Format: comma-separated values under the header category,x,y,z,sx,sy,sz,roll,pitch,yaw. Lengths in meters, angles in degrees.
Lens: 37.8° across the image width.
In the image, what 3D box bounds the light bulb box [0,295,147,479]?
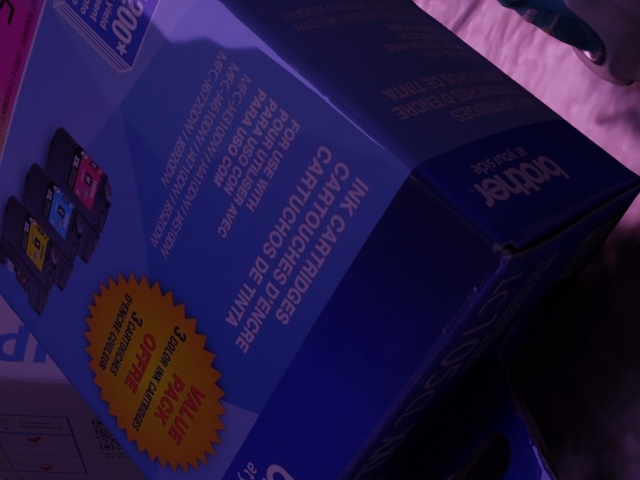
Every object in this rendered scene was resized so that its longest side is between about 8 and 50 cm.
category,x,y,z,sx,sy,sz,roll,pitch,yaw
light bulb box,-0.266,0.103,0.836,0.361,0.358,0.225,97,176,-54

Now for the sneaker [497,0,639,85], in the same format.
category,x,y,z,sx,sy,sz,roll,pitch,yaw
sneaker,0.117,-0.190,0.519,0.275,0.110,0.107,-99,31,-55

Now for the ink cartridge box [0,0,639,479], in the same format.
category,x,y,z,sx,sy,sz,roll,pitch,yaw
ink cartridge box,-0.028,-0.005,0.505,0.395,0.151,0.270,43,127,20
